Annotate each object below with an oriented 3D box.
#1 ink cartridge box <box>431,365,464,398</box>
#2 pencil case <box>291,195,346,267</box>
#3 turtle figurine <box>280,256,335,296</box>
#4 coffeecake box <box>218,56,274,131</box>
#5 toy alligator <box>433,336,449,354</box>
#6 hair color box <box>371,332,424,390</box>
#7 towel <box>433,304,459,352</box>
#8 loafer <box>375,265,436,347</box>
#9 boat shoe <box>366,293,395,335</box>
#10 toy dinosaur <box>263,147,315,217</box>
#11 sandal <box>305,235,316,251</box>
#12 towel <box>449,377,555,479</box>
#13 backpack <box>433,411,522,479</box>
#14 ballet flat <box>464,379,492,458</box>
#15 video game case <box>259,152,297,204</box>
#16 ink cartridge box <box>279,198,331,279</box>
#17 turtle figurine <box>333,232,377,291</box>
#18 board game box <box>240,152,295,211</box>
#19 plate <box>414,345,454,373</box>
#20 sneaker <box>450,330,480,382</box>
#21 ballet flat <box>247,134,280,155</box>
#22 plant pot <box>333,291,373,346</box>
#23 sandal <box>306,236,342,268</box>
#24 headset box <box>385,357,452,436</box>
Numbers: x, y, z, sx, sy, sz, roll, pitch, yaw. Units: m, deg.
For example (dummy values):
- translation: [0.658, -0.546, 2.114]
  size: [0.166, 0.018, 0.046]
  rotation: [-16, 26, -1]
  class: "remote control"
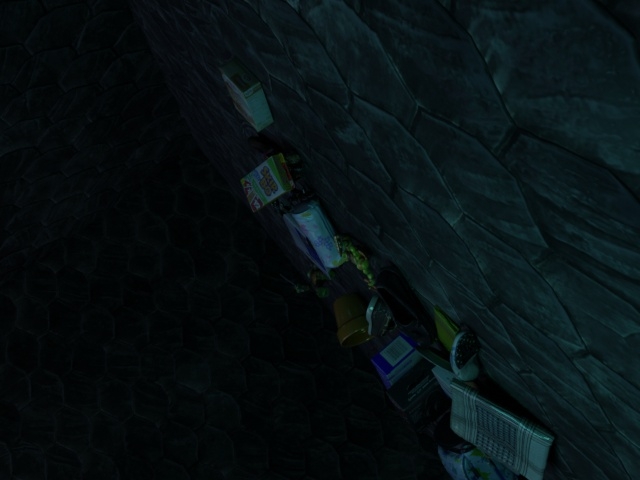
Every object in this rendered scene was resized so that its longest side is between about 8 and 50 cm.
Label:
- translation: [0.447, 0.481, 1.954]
  size: [0.180, 0.060, 0.104]
  rotation: [57, 170, -34]
  class: "ink cartridge box"
- translation: [0.005, -0.028, 2.076]
  size: [0.273, 0.113, 0.124]
  rotation: [57, 159, -24]
  class: "pencil case"
- translation: [-0.056, 0.170, 2.827]
  size: [0.275, 0.198, 0.266]
  rotation: [53, 167, -23]
  class: "turtle figurine"
- translation: [-0.229, -0.454, 1.786]
  size: [0.142, 0.068, 0.185]
  rotation: [49, 169, 27]
  class: "coffeecake box"
- translation: [0.344, 0.299, 1.854]
  size: [0.189, 0.056, 0.051]
  rotation: [39, -152, 8]
  class: "toy alligator"
- translation: [0.336, 0.517, 2.247]
  size: [0.110, 0.185, 0.339]
  rotation: [42, 166, 40]
  class: "hair color box"
- translation: [0.378, 0.276, 1.696]
  size: [0.102, 0.021, 0.237]
  rotation: [53, 173, 33]
  class: "towel"
- translation: [0.252, 0.223, 1.755]
  size: [0.109, 0.095, 0.303]
  rotation: [-19, 111, 37]
  class: "loafer"
- translation: [0.240, 0.299, 2.152]
  size: [0.096, 0.117, 0.324]
  rotation: [19, 157, 17]
  class: "boat shoe"
- translation: [-0.141, -0.212, 1.983]
  size: [0.219, 0.164, 0.322]
  rotation: [58, 167, -11]
  class: "toy dinosaur"
- translation: [0.017, 0.005, 2.303]
  size: [0.219, 0.060, 0.090]
  rotation: [22, 125, 43]
  class: "sandal"
- translation: [0.506, 0.561, 1.650]
  size: [0.312, 0.056, 0.324]
  rotation: [26, 148, 32]
  class: "towel"
- translation: [0.595, 0.844, 2.122]
  size: [0.355, 0.273, 0.290]
  rotation: [41, 165, -6]
  class: "backpack"
- translation: [0.522, 0.591, 1.852]
  size: [0.349, 0.123, 0.123]
  rotation: [59, 169, -30]
  class: "ballet flat"
- translation: [-0.168, -0.268, 2.295]
  size: [0.196, 0.026, 0.274]
  rotation: [45, 169, 37]
  class: "video game case"
- translation: [-0.054, -0.002, 2.592]
  size: [0.303, 0.072, 0.307]
  rotation: [44, 170, 36]
  class: "ink cartridge box"
- translation: [0.112, 0.042, 1.898]
  size: [0.269, 0.087, 0.217]
  rotation: [48, -179, -25]
  class: "turtle figurine"
- translation: [-0.179, -0.190, 1.904]
  size: [0.259, 0.039, 0.124]
  rotation: [-25, 87, 51]
  class: "board game box"
- translation: [0.387, 0.376, 1.816]
  size: [0.188, 0.024, 0.188]
  rotation: [26, -176, -2]
  class: "plate"
- translation: [0.390, 0.313, 1.580]
  size: [0.086, 0.085, 0.237]
  rotation: [54, 170, 40]
  class: "sneaker"
- translation: [-0.202, -0.346, 2.105]
  size: [0.084, 0.058, 0.250]
  rotation: [13, -161, -30]
  class: "ballet flat"
- translation: [0.149, 0.342, 2.535]
  size: [0.205, 0.205, 0.188]
  rotation: [72, 173, -63]
  class: "plant pot"
- translation: [0.001, 0.000, 2.226]
  size: [0.255, 0.054, 0.097]
  rotation: [52, 137, 19]
  class: "sandal"
- translation: [0.384, 0.588, 2.176]
  size: [0.110, 0.218, 0.293]
  rotation: [42, 165, 42]
  class: "headset box"
